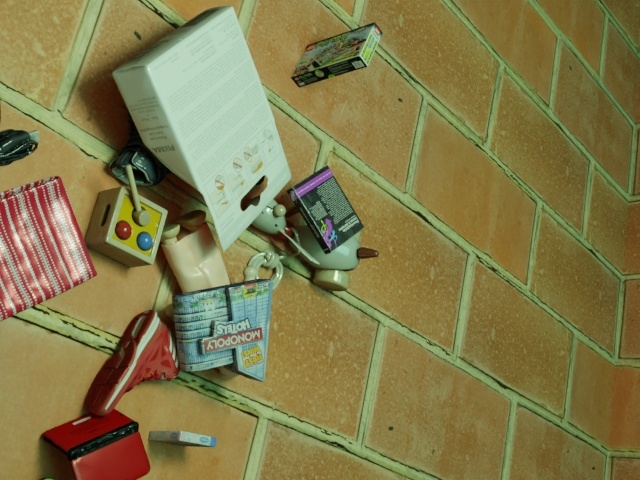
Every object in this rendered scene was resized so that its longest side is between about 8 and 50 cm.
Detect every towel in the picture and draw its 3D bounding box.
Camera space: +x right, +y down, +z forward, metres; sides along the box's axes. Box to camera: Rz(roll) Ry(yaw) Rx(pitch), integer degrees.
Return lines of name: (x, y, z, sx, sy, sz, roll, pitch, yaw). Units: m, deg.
towel: (-0.510, 0.019, 1.468, 0.275, 0.031, 0.198, -29, 107, -47)

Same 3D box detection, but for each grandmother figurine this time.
grandmother figurine: (-0.212, 0.114, 1.748, 0.208, 0.104, 0.342, -25, 107, -20)

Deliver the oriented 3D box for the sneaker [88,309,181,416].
sneaker: (-0.320, 0.246, 1.606, 0.128, 0.087, 0.221, 49, 52, -30)

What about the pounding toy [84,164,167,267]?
pounding toy: (-0.348, -0.042, 1.607, 0.130, 0.100, 0.141, 32, 61, -42)

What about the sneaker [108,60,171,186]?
sneaker: (-0.343, -0.209, 1.650, 0.163, 0.086, 0.226, -47, 119, -45)

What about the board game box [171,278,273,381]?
board game box: (-0.174, 0.183, 1.680, 0.194, 0.060, 0.194, -10, 96, -35)

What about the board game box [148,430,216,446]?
board game box: (-0.257, 0.371, 1.652, 0.090, 0.090, 0.020, 23, 65, -45)

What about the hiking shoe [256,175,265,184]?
hiking shoe: (-0.169, -0.224, 1.849, 0.114, 0.086, 0.227, -51, 120, -36)

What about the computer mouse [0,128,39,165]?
computer mouse: (-0.565, -0.244, 1.416, 0.188, 0.072, 0.272, -30, 107, -46)

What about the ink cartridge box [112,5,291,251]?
ink cartridge box: (-0.209, -0.217, 1.707, 0.308, 0.091, 0.385, -53, 132, -48)

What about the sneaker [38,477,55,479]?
sneaker: (-0.406, 0.493, 1.459, 0.084, 0.097, 0.234, -46, 118, -42)

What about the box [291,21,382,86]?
box: (0.036, -0.423, 2.022, 0.036, 0.207, 0.114, 46, 51, -34)

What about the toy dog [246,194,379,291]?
toy dog: (0.000, 0.000, 1.948, 0.334, 0.161, 0.220, 4, 81, -48)

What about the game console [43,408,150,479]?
game console: (-0.382, 0.363, 1.513, 0.144, 0.124, 0.085, -16, 119, -49)

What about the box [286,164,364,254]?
box: (0.012, -0.066, 1.893, 0.116, 0.029, 0.162, -35, 95, -37)
